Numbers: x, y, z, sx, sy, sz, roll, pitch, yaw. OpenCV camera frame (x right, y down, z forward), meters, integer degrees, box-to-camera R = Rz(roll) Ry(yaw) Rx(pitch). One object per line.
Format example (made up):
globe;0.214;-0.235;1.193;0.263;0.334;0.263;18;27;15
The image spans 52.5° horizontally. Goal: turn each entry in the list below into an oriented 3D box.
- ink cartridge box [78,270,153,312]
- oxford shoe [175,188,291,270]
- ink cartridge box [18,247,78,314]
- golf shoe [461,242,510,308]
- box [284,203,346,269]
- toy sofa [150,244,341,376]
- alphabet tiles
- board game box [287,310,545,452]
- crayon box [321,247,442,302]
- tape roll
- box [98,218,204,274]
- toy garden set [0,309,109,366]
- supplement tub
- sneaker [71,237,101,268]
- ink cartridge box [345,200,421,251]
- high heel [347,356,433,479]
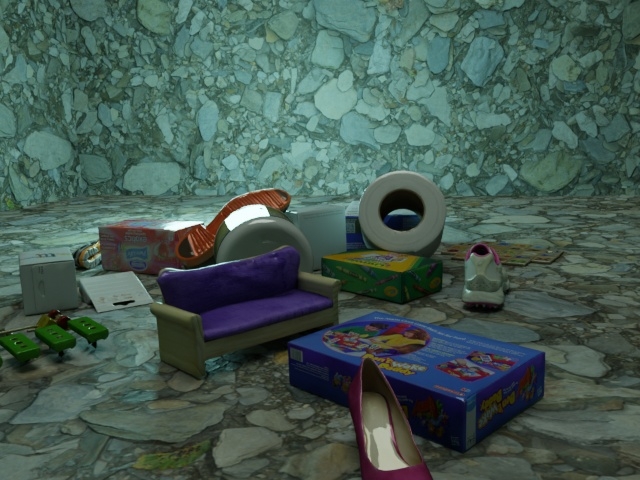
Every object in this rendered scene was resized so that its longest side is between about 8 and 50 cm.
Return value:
ink cartridge box;-0.524;0.143;1.666;0.145;0.045;0.179;-8;31;-32
oxford shoe;-0.238;-0.023;1.861;0.364;0.132;0.130;-32;50;-12
ink cartridge box;-0.687;0.099;1.636;0.127;0.128;0.176;-7;13;-23
golf shoe;0.405;0.068;1.586;0.115;0.140;0.306;-1;10;14
box;-0.026;-0.010;1.943;0.181;0.182;0.119;-10;13;-37
toy sofa;-0.137;0.126;1.282;0.362;0.177;0.150;-10;13;-41
alphabet tiles;0.570;0.037;2.043;0.342;0.011;0.285;5;13;33
board game box;0.149;0.209;1.055;0.233;0.078;0.347;-13;15;-43
crayon box;0.155;0.085;1.683;0.165;0.081;0.278;-12;15;-43
tape roll;0.235;-0.059;1.865;0.246;0.246;0.169;-1;-17;7
box;-0.514;0.017;1.990;0.300;0.142;0.154;3;12;25
toy garden set;-0.581;0.205;1.296;0.244;0.049;0.204;-13;17;-41
supplement tub;-0.151;0.032;1.628;0.228;0.228;0.316;-4;11;-10
sneaker;-0.736;0.035;2.108;0.083;0.084;0.215;-4;11;16
ink cartridge box;0.210;-0.036;2.119;0.270;0.151;0.395;-1;10;9
high heel;0.087;0.239;0.807;0.082;0.117;0.244;-3;11;-6
